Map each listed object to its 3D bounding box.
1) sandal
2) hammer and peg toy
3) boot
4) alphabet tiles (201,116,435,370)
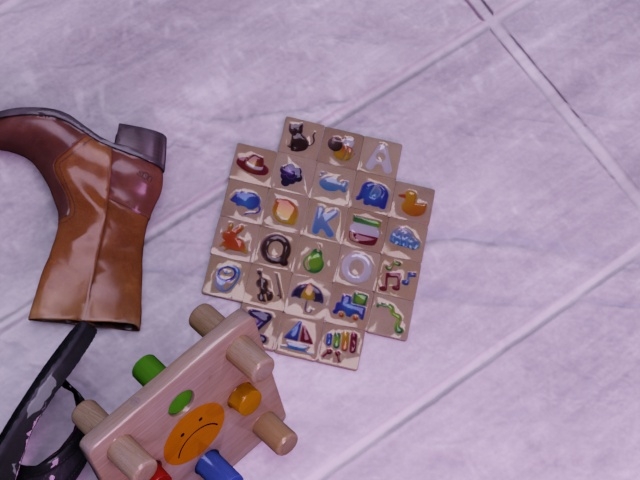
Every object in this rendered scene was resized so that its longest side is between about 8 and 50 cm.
[{"bbox_3d":[-0.368,0.309,1.803,0.107,0.167,0.445,29,74,-12],"label":"sandal"},{"bbox_3d":[-0.199,0.265,1.791,0.361,0.266,0.127,-40,57,-18],"label":"hammer and peg toy"},{"bbox_3d":[-0.350,-0.025,1.978,0.264,0.096,0.280,12,75,-11],"label":"boot"},{"bbox_3d":[0.000,0.000,2.034,0.285,0.011,0.342,13,68,-1],"label":"alphabet tiles"}]
